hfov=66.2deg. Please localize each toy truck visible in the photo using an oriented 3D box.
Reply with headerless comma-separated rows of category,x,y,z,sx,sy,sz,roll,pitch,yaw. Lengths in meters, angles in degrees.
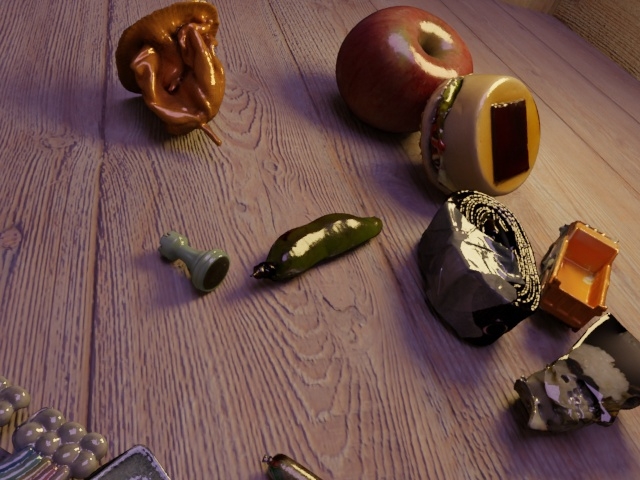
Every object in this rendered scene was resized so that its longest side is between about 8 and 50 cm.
toy truck,0.492,0.062,0.955,0.114,0.135,0.270,34,42,13

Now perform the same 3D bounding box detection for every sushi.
sushi,0.395,0.240,0.763,0.272,0.109,0.134,-24,62,-24

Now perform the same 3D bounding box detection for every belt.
belt,0.286,0.031,0.873,0.184,0.164,0.289,18,43,-14

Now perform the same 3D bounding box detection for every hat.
hat,-0.243,-0.285,0.958,0.244,0.233,0.233,-31,81,1

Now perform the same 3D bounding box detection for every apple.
apple,0.202,-0.417,1.252,0.344,0.269,0.345,12,63,-25

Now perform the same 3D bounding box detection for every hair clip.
hair clip,-0.339,0.203,0.478,0.220,0.054,0.140,27,39,8

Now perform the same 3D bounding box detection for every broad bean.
broad bean,0.000,0.000,0.851,0.339,0.061,0.077,-25,67,-40

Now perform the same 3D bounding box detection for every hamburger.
hamburger,0.356,-0.233,1.106,0.301,0.302,0.170,-13,15,-35

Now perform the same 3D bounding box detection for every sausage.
sausage,0.046,0.322,0.553,0.269,0.033,0.033,32,41,10

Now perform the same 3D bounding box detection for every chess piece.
chess piece,-0.193,0.025,0.740,0.103,0.067,0.067,30,40,21

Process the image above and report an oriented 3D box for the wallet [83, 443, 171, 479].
wallet,-0.173,0.319,0.452,0.222,0.036,0.167,42,44,19
